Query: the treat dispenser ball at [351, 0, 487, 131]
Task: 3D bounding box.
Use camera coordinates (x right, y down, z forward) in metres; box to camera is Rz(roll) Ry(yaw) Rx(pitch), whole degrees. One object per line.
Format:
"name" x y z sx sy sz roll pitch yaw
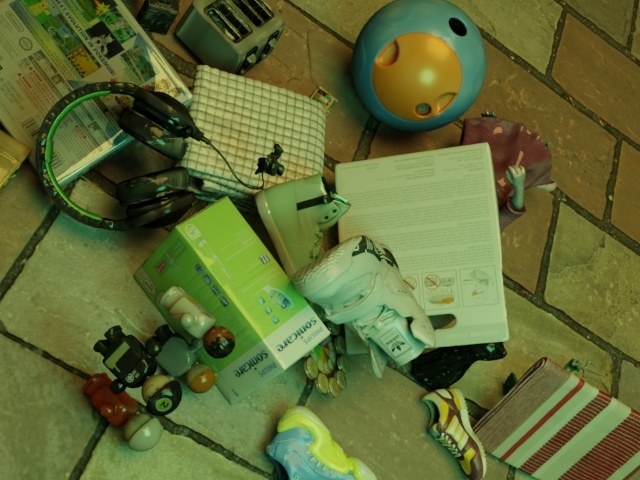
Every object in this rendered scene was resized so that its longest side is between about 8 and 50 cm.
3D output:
"treat dispenser ball" 0.210 -0.376 1.870 0.288 0.288 0.288 14 59 -25

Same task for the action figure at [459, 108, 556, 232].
"action figure" 0.349 -0.097 1.922 0.370 0.248 0.276 -62 147 -25

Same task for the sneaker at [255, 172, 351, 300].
"sneaker" 0.000 0.000 1.582 0.094 0.151 0.256 -90 158 -61

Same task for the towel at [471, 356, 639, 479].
"towel" 0.481 0.375 1.688 0.329 0.237 0.037 31 27 -15

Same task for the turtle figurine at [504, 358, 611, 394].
"turtle figurine" 0.498 0.336 1.783 0.234 0.118 0.175 5 37 -13

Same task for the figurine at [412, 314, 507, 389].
"figurine" 0.277 0.157 1.677 0.092 0.209 0.215 21 56 -28

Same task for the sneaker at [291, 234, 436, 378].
"sneaker" 0.086 0.113 1.447 0.210 0.137 0.366 60 15 11

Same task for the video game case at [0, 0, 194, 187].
"video game case" -0.437 -0.295 1.523 0.300 0.036 0.329 -37 87 -18

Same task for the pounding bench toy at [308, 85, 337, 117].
"pounding bench toy" 0.003 -0.289 1.825 0.052 0.083 0.065 39 52 -9

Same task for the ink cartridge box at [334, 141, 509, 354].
"ink cartridge box" 0.193 0.020 1.675 0.308 0.091 0.385 -7 74 13

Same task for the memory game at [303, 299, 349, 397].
"memory game" 0.006 0.190 1.565 0.186 0.012 0.186 45 34 -43

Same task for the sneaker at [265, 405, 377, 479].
"sneaker" 0.001 0.399 1.478 0.240 0.091 0.126 46 69 -4

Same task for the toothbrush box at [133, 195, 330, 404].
"toothbrush box" -0.152 0.104 1.445 0.122 0.206 0.283 -34 85 -40

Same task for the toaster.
"toaster" -0.186 -0.431 1.766 0.186 0.110 0.168 46 50 -3

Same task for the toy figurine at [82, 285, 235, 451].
"toy figurine" -0.240 0.197 1.338 0.148 0.213 0.209 43 47 12

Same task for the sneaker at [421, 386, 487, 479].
"sneaker" 0.247 0.372 1.649 0.084 0.069 0.185 -7 63 -25

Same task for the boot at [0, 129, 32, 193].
"boot" -0.592 -0.212 1.419 0.269 0.089 0.236 35 64 -12

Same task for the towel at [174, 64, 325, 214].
"towel" -0.136 -0.174 1.658 0.283 0.121 0.235 13 67 -21

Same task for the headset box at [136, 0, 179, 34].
"headset box" -0.317 -0.445 1.708 0.062 0.083 0.032 8 63 -30

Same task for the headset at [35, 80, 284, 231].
"headset" -0.263 -0.132 1.437 0.394 0.185 0.243 3 95 -15
